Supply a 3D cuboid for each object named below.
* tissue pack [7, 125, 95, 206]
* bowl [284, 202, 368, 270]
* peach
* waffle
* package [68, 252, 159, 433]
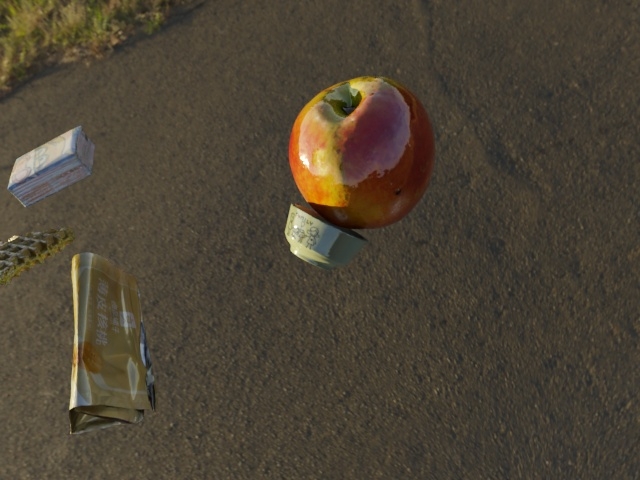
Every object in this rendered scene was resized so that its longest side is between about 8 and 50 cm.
[{"bbox_3d":[-0.525,-0.146,1.198,0.155,0.065,0.115,-26,40,6],"label":"tissue pack"},{"bbox_3d":[0.000,0.000,1.495,0.211,0.211,0.112,30,95,32],"label":"bowl"},{"bbox_3d":[0.110,-0.205,1.519,0.389,0.388,0.388,-9,59,16],"label":"peach"},{"bbox_3d":[-0.560,0.031,1.155,0.161,0.046,0.192,-8,26,-10],"label":"waffle"},{"bbox_3d":[-0.421,0.208,1.237,0.165,0.221,0.311,0,58,-21],"label":"package"}]
